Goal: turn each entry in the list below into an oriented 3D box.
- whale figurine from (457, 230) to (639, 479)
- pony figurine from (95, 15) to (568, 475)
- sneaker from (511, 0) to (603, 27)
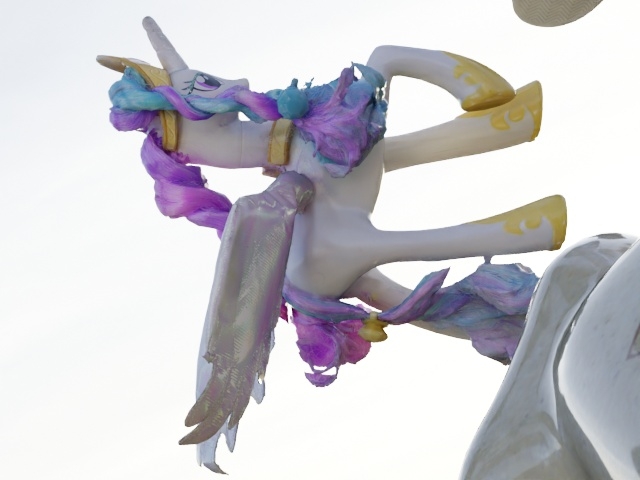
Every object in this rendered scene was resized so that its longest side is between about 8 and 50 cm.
[{"bbox_3d":[0.138,0.039,0.350,0.141,0.216,0.272,33,-24,-19],"label":"whale figurine"},{"bbox_3d":[0.000,0.000,1.331,0.363,0.351,0.303,3,-14,-7],"label":"pony figurine"},{"bbox_3d":[0.242,-0.353,1.589,0.108,0.169,0.292,7,-46,-11],"label":"sneaker"}]
